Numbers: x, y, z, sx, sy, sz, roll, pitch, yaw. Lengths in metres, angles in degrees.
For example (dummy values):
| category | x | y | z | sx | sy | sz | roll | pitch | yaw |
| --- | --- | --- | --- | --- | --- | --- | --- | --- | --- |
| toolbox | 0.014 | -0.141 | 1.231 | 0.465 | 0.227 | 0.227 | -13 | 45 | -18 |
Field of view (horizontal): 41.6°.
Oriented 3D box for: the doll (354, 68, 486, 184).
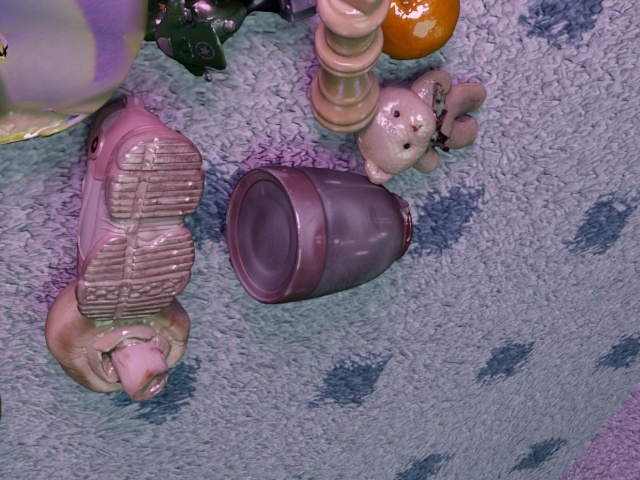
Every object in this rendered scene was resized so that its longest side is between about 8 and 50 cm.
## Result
| category | x | y | z | sx | sy | sz | roll | pitch | yaw |
| --- | --- | --- | --- | --- | --- | --- | --- | --- | --- |
| doll | 0.192 | -0.207 | 1.484 | 0.278 | 0.149 | 0.175 | -18 | 96 | -32 |

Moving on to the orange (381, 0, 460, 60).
| category | x | y | z | sx | sy | sz | roll | pitch | yaw |
| --- | --- | --- | --- | --- | --- | --- | --- | --- | --- |
| orange | 0.137 | -0.355 | 1.298 | 0.155 | 0.154 | 0.134 | -42 | 180 | 11 |

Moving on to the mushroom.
| category | x | y | z | sx | sy | sz | roll | pitch | yaw |
| --- | --- | --- | --- | --- | --- | --- | --- | --- | --- |
| mushroom | -0.340 | 0.179 | 1.457 | 0.260 | 0.234 | 0.253 | 2 | 132 | -33 |

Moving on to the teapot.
| category | x | y | z | sx | sy | sz | roll | pitch | yaw |
| --- | --- | --- | --- | --- | --- | --- | --- | --- | --- |
| teapot | 0.000 | 0.000 | 1.526 | 0.312 | 0.233 | 0.315 | -3 | 161 | -36 |

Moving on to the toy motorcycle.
| category | x | y | z | sx | sy | sz | roll | pitch | yaw |
| --- | --- | --- | --- | --- | --- | --- | --- | --- | --- |
| toy motorcycle | -0.118 | -0.318 | 1.142 | 0.275 | 0.187 | 0.124 | -25 | 138 | -12 |

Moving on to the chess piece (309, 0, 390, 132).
| category | x | y | z | sx | sy | sz | roll | pitch | yaw |
| --- | --- | --- | --- | --- | --- | --- | --- | --- | --- |
| chess piece | 0.043 | -0.285 | 1.201 | 0.117 | 0.117 | 0.397 | -24 | 165 | -8 |

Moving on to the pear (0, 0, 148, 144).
| category | x | y | z | sx | sy | sz | roll | pitch | yaw |
| --- | --- | --- | --- | --- | --- | --- | --- | --- | --- |
| pear | -0.416 | -0.293 | 0.978 | 0.399 | 0.165 | 0.398 | -21 | 148 | -14 |

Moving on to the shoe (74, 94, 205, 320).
| category | x | y | z | sx | sy | sz | roll | pitch | yaw |
| --- | --- | --- | --- | --- | --- | --- | --- | --- | --- |
| shoe | -0.286 | -0.045 | 1.293 | 0.172 | 0.198 | 0.350 | 5 | 124 | -32 |
